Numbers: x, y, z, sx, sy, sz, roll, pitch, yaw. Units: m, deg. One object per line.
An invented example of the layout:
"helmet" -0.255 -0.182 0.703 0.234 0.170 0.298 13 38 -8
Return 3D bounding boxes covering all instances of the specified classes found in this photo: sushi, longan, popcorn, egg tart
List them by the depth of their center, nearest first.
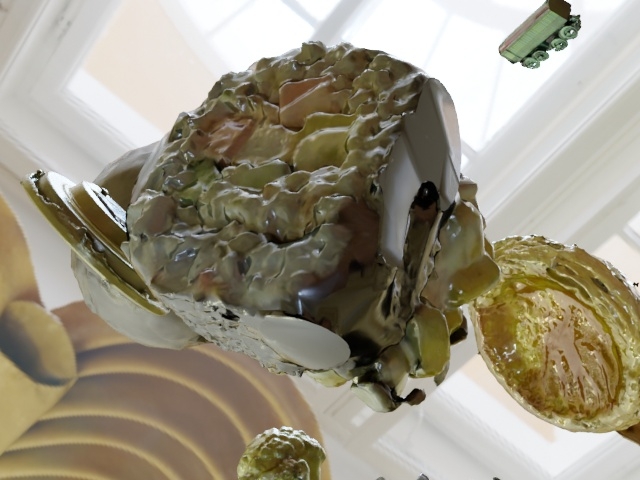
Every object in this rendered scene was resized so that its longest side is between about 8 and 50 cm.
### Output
"sushi" 0.000 0.000 0.768 0.285 0.329 0.327 55 -137 -45
"egg tart" 0.426 0.147 1.300 0.169 0.387 0.387 -26 -114 -30
"popcorn" -0.062 0.412 1.310 0.173 0.142 0.173 39 -152 -26
"longan" -0.246 0.007 1.340 0.391 0.391 0.391 34 -155 -19

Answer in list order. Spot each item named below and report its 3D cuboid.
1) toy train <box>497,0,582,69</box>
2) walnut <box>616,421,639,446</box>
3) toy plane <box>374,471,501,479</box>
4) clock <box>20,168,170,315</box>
"toy train" 0.324 -0.300 1.109 0.071 0.148 0.038 34 -111 -7
"walnut" 0.678 0.390 1.544 0.211 0.087 0.167 34 -179 -3
"toy plane" 0.148 0.315 0.779 0.252 0.252 0.118 38 -114 -10
"clock" -0.250 -0.008 0.901 0.237 0.057 0.237 46 178 2
